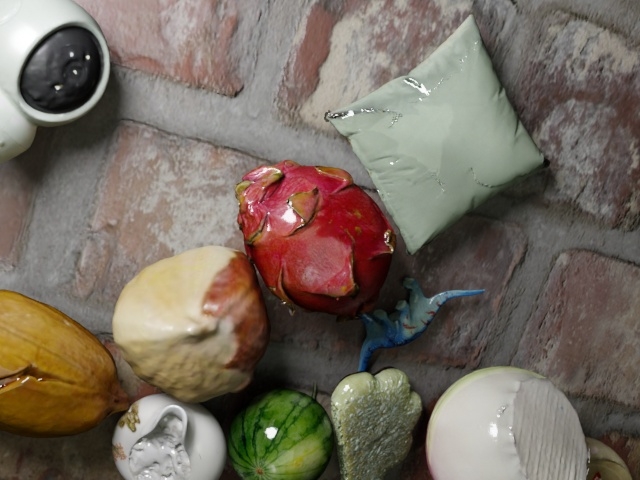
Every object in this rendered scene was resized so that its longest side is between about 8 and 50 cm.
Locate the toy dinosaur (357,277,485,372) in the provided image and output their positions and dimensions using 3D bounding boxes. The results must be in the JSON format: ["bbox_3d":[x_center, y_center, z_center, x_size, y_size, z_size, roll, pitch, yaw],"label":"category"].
[{"bbox_3d":[0.146,0.151,1.286,0.329,0.076,0.144,-39,119,3],"label":"toy dinosaur"}]

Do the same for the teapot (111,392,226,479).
[{"bbox_3d":[-0.269,0.378,1.198,0.204,0.139,0.298,16,111,1],"label":"teapot"}]

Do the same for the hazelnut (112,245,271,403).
[{"bbox_3d":[-0.202,0.133,1.107,0.261,0.241,0.261,-2,101,-13],"label":"hazelnut"}]

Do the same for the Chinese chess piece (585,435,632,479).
[{"bbox_3d":[0.550,0.545,1.490,0.249,0.103,0.250,-3,106,-11],"label":"Chinese chess piece"}]

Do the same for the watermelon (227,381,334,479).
[{"bbox_3d":[-0.067,0.358,1.245,0.188,0.214,0.188,5,105,20],"label":"watermelon"}]

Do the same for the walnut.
[{"bbox_3d":[-0.452,0.208,1.092,0.336,0.209,0.209,30,98,-28],"label":"walnut"}]

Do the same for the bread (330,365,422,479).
[{"bbox_3d":[0.114,0.353,1.313,0.207,0.056,0.287,-27,124,-25],"label":"bread"}]

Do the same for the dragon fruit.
[{"bbox_3d":[0.002,0.003,1.120,0.250,0.250,0.315,-27,103,-5],"label":"dragon fruit"}]

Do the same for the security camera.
[{"bbox_3d":[-0.416,-0.245,0.970,0.236,0.194,0.195,-35,111,-7],"label":"security camera"}]

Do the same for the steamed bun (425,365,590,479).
[{"bbox_3d":[0.323,0.397,1.314,0.309,0.309,0.309,-4,107,-13],"label":"steamed bun"}]

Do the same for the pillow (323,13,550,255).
[{"bbox_3d":[0.208,-0.170,1.178,0.312,0.119,0.310,-34,108,-2],"label":"pillow"}]
